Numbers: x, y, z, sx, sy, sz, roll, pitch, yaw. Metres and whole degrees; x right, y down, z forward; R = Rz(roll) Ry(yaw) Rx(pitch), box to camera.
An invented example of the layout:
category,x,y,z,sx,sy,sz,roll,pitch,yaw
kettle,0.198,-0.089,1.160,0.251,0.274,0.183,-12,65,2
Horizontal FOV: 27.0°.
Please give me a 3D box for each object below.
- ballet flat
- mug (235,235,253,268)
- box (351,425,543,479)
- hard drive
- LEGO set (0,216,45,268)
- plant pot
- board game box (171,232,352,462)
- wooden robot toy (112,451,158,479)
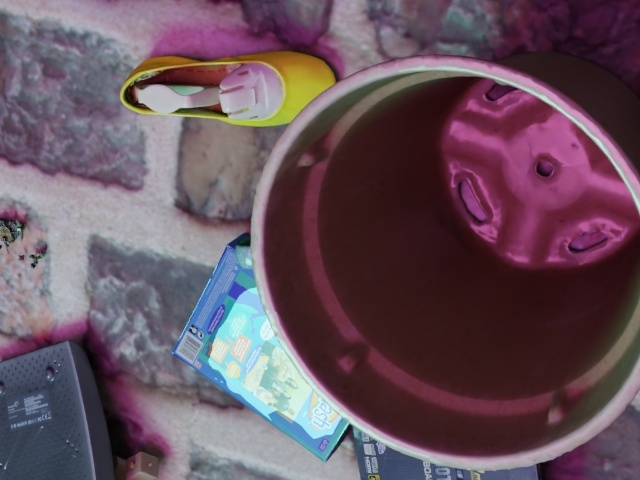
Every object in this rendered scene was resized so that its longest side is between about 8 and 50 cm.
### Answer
category,x,y,z,sx,sy,sz,roll,pitch,yaw
ballet flat,-0.100,-0.149,1.346,0.231,0.077,0.077,4,109,24
mug,0.006,-0.005,1.338,0.158,0.097,0.129,29,119,14
box,0.133,0.229,1.362,0.183,0.059,0.232,-3,114,14
hard drive,-0.318,0.257,1.566,0.172,0.054,0.254,-19,76,31
LEGO set,-0.356,-0.004,1.557,0.054,0.023,0.083,-27,109,33
plant pot,0.158,-0.023,1.139,0.334,0.305,0.333,9,112,23
board game box,-0.038,0.115,1.433,0.210,0.047,0.160,35,119,10
wooden robot toy,-0.242,0.312,1.604,0.079,0.076,0.173,28,116,-36
